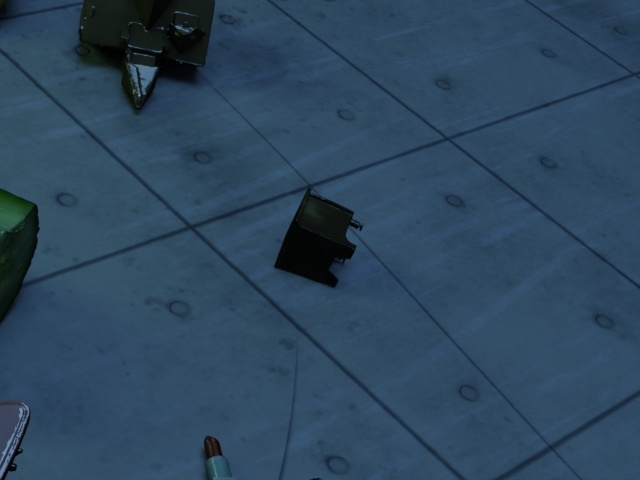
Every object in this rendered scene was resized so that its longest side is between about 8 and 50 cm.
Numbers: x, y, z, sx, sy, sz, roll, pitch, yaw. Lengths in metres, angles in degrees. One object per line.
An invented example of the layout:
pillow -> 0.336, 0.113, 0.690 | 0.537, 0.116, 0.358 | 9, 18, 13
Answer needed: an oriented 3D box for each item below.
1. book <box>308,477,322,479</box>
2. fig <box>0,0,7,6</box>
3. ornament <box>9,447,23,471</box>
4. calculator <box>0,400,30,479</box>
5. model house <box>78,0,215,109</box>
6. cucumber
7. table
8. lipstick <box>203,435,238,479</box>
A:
book -> 0.008, 0.340, 1.324 | 0.157, 0.026, 0.231 | -18, 57, -42
fig -> -0.490, -0.353, 1.964 | 0.159, 0.159, 0.257 | 1, 59, -22
ornament -> -0.384, 0.216, 1.290 | 0.236, 0.080, 0.202 | 36, 40, 21
calculator -> -0.411, 0.235, 1.199 | 0.220, 0.048, 0.330 | 31, 63, 13
model house -> -0.243, -0.291, 1.973 | 0.180, 0.176, 0.248 | 9, 53, -14
cucumber -> -0.387, 0.021, 1.478 | 0.130, 0.191, 0.191 | 31, 38, 14
table -> 0.000, 0.000, 1.740 | 0.082, 0.083, 0.070 | 24, 39, -3
lipstick -> -0.100, 0.245, 1.416 | 0.030, 0.030, 0.129 | 2, 40, -21
